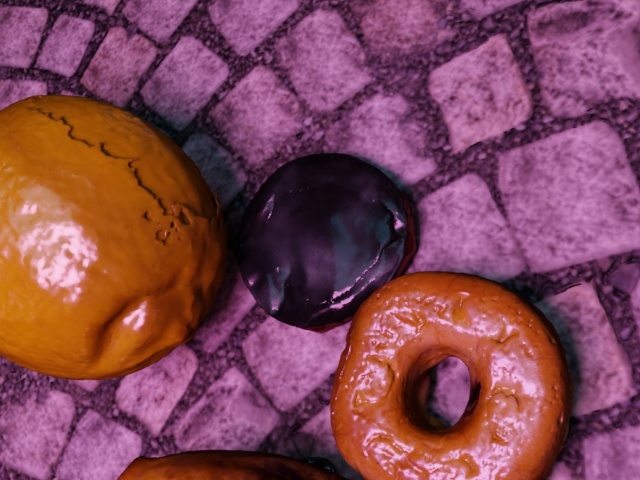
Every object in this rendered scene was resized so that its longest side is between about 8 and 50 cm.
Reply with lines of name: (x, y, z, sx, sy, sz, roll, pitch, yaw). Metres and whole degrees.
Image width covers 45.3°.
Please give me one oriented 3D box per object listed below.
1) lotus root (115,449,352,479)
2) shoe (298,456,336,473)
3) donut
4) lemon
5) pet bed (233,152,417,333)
lotus root: (-0.047, 0.266, 0.646, 0.291, 0.193, 0.193, 19, 82, -6)
shoe: (-0.060, 0.258, 0.762, 0.159, 0.053, 0.062, -21, 64, 21)
donut: (0.113, 0.135, 0.683, 0.227, 0.114, 0.226, -7, 72, 21)
lemon: (-0.242, -0.003, 0.792, 0.297, 0.297, 0.297, -7, 73, 23)
pet bed: (0.000, 0.000, 0.807, 0.201, 0.053, 0.201, -7, 72, 22)
